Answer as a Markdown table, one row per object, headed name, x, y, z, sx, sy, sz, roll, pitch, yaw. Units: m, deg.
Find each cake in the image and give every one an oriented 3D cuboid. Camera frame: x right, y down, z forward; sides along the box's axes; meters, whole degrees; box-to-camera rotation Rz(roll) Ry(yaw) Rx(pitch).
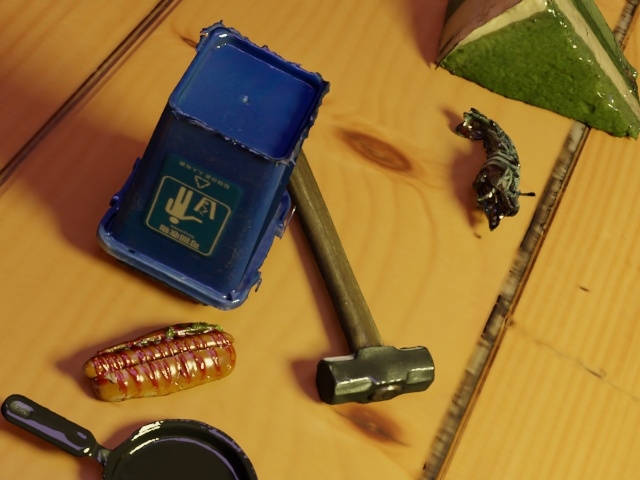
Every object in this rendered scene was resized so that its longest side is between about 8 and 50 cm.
| name | x | y | z | sx | sy | sz | roll | pitch | yaw |
| --- | --- | --- | --- | --- | --- | --- | --- | --- | --- |
| cake | 0.309 | -0.254 | 1.397 | 0.284 | 0.172 | 0.158 | 22 | 53 | -10 |

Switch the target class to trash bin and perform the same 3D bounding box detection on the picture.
| name | x | y | z | sx | sy | sz | roll | pitch | yaw |
| --- | --- | --- | --- | --- | --- | --- | --- | --- | --- |
| trash bin | -0.090 | -0.072 | 1.047 | 0.163 | 0.234 | 0.184 | 26 | 53 | -3 |

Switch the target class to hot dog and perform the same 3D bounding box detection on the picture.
| name | x | y | z | sx | sy | sz | roll | pitch | yaw |
| --- | --- | --- | --- | --- | --- | --- | --- | --- | --- |
| hot dog | -0.142 | 0.107 | 1.026 | 0.144 | 0.038 | 0.062 | -9 | 61 | -28 |

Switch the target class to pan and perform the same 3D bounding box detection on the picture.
| name | x | y | z | sx | sy | sz | roll | pitch | yaw |
| --- | --- | --- | --- | --- | --- | --- | --- | --- | --- |
| pan | -0.161 | 0.191 | 0.963 | 0.235 | 0.028 | 0.136 | 29 | 49 | -6 |

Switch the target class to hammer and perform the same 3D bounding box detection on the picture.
| name | x | y | z | sx | sy | sz | roll | pitch | yaw |
| --- | --- | --- | --- | --- | --- | --- | --- | --- | --- |
| hammer | 0.000 | 0.000 | 1.169 | 0.111 | 0.043 | 0.365 | -7 | 57 | -25 |

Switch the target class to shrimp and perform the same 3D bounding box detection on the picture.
| name | x | y | z | sx | sy | sz | roll | pitch | yaw |
| --- | --- | --- | --- | --- | --- | --- | --- | --- | --- |
| shrimp | 0.204 | -0.083 | 1.286 | 0.076 | 0.082 | 0.174 | 6 | 47 | -14 |
